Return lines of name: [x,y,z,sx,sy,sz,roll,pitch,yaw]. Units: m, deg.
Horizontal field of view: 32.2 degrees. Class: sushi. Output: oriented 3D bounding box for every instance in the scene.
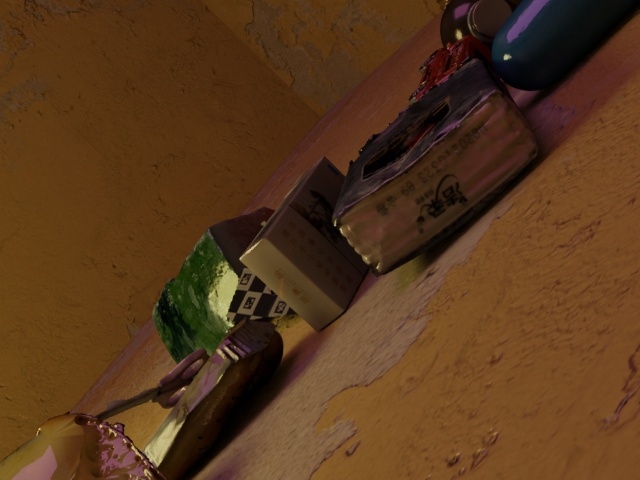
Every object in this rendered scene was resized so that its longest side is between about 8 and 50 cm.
sushi: [-0.040,0.048,1.725,0.210,0.040,0.192,-8,53,45]

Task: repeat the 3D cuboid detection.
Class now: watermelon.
watermelon: [-0.177,0.077,1.950,0.264,0.151,0.302,-56,-3,37]

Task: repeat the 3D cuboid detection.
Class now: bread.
bread: [-0.266,0.326,1.302,0.204,0.162,0.262,-47,50,-12]

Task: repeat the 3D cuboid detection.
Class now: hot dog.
hot dog: [-0.146,0.220,1.474,0.270,0.082,0.162,-53,-2,9]

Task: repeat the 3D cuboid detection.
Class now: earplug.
earplug: [0.339,-0.315,1.480,0.273,0.132,0.132,-48,8,13]

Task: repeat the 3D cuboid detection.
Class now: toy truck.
toy truck: [0.223,-0.247,1.760,0.114,0.107,0.252,-41,11,26]

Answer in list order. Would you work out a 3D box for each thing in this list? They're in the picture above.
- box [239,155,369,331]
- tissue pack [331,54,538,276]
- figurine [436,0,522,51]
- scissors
box: [0.000,-0.001,1.546,0.067,0.149,0.233,-36,13,37]
tissue pack: [0.147,-0.106,1.434,0.259,0.122,0.361,-41,8,15]
figurine: [0.286,-0.377,1.926,0.158,0.161,0.275,-22,20,15]
scissors: [-0.227,0.202,1.456,0.212,0.021,0.110,-17,-36,-51]
